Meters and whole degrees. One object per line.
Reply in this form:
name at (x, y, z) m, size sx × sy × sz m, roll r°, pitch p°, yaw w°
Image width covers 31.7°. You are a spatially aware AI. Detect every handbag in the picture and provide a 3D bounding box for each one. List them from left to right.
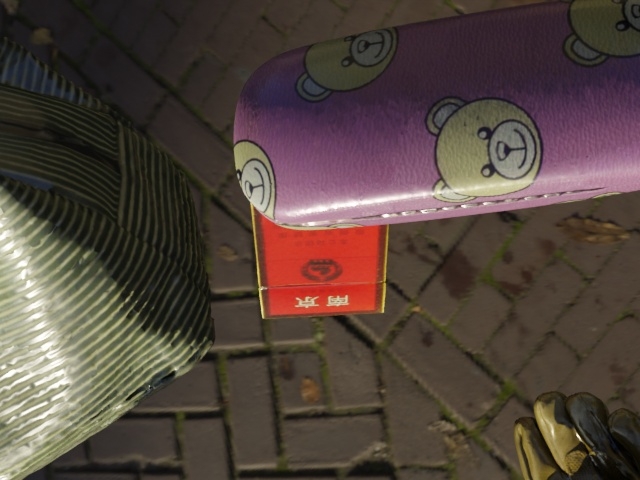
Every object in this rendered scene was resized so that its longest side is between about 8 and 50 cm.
handbag at (-0.270, 0.026, 0.823) m, size 0.340 × 0.240 × 0.247 m, roll -32°, pitch 40°, yaw 10°

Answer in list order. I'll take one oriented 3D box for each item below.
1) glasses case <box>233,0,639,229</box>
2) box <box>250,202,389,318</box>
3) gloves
glasses case at (0.096, -0.080, 0.713) m, size 0.316 × 0.076 × 0.123 m, roll -7°, pitch 72°, yaw 15°
box at (0.000, 0.001, 1.300) m, size 0.153 × 0.240 × 0.074 m, roll -6°, pitch 56°, yaw -3°
gloves at (0.323, 0.286, 1.129) m, size 0.154 × 0.141 × 0.331 m, roll -45°, pitch 56°, yaw -6°
